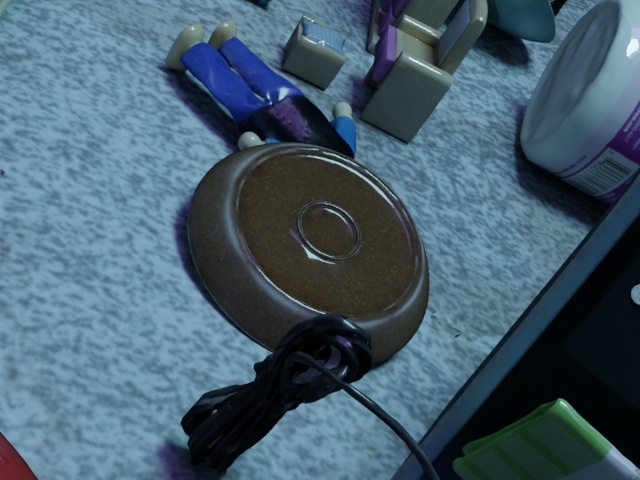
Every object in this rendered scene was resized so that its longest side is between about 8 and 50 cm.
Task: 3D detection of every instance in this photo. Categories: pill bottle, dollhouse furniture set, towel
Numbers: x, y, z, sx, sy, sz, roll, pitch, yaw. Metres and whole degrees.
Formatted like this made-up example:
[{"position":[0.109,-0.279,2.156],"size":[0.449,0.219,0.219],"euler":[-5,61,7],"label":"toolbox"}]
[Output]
[{"position":[0.344,-0.076,1.040],"size":[0.302,0.169,0.169],"euler":[28,34,-11],"label":"pill bottle"},{"position":[-0.002,-0.290,0.984],"size":[0.303,0.198,0.286],"euler":[25,34,-13],"label":"dollhouse furniture set"},{"position":[0.140,0.136,0.540],"size":[0.152,0.113,0.023],"euler":[43,60,2],"label":"towel"}]

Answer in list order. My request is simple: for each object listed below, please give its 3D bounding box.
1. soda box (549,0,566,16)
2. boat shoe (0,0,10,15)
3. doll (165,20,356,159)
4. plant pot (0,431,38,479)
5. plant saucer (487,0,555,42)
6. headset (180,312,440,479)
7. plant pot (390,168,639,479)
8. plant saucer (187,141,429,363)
[{"position":[0.264,-0.330,1.391],"size":[0.060,0.053,0.169],"euler":[28,35,-12],"label":"soda box"},{"position":[-0.250,-0.160,0.740],"size":[0.079,0.084,0.233],"euler":[0,38,17],"label":"boat shoe"},{"position":[-0.023,-0.083,0.845],"size":[0.189,0.046,0.129],"euler":[47,37,19],"label":"doll"},{"position":[-0.158,0.127,0.350],"size":[0.174,0.191,0.191],"euler":[38,33,-10],"label":"plant pot"},{"position":[0.163,-0.270,1.182],"size":[0.195,0.037,0.195],"euler":[56,-1,2],"label":"plant saucer"},{"position":[0.058,0.219,0.497],"size":[0.243,0.185,0.394],"euler":[0,61,-49],"label":"headset"},{"position":[0.226,0.090,0.682],"size":[0.247,0.247,0.252],"euler":[37,20,5],"label":"plant pot"},{"position":[0.000,0.000,0.743],"size":[0.168,0.029,0.168],"euler":[14,51,-19],"label":"plant saucer"}]
